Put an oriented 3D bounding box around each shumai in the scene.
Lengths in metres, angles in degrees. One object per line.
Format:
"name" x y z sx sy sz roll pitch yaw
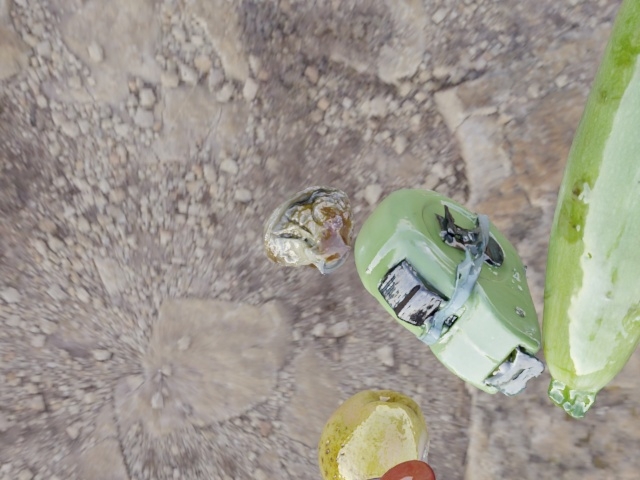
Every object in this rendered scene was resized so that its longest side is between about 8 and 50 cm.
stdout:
"shumai" -0.003 -0.001 1.616 0.146 0.116 0.145 -19 128 -26

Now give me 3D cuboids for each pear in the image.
"pear" 0.082 0.298 1.686 0.178 0.178 0.178 1 84 -8

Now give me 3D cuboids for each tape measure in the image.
"tape measure" 0.104 0.024 0.963 0.154 0.177 0.087 28 118 -17

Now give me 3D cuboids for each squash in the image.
"squash" 0.229 -0.048 0.837 0.118 0.118 0.370 20 97 -5

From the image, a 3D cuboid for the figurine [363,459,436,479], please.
"figurine" 0.070 0.351 1.321 0.173 0.173 0.173 1 84 -8
